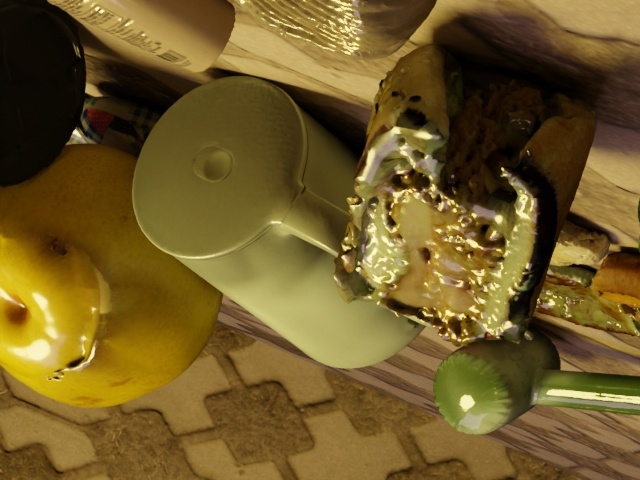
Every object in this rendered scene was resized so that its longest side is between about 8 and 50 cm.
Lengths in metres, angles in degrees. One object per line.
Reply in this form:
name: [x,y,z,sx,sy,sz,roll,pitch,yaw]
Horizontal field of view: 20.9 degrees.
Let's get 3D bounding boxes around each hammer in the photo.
hammer: [0.326,0.185,2.223,0.336,0.118,0.206,2,-167,30]

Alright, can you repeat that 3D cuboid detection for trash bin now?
trash bin: [-0.410,-0.173,1.795,0.302,0.203,0.252,14,147,37]

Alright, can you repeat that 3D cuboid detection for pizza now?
pizza: [0.392,0.085,1.722,0.251,0.074,0.287,23,169,17]

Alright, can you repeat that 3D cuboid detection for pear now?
pear: [-0.228,0.024,1.862,0.285,0.336,0.285,16,132,19]

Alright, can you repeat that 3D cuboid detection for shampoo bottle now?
shampoo bottle: [-0.193,-0.222,1.388,0.257,0.078,0.127,26,175,-28]

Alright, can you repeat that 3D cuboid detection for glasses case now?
glasses case: [-0.131,-0.081,2.010,0.327,0.076,0.125,24,171,-8]

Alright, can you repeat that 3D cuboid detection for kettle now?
kettle: [-0.014,0.006,1.750,0.318,0.205,0.265,41,-159,-52]

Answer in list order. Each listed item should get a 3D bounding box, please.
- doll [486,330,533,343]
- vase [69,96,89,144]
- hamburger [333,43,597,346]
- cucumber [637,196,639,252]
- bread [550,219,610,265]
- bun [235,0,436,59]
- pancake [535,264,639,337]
doll: [0.185,0.083,2.213,0.195,0.062,0.104,27,140,19]
vase: [-0.208,-0.109,2.092,0.211,0.060,0.060,23,170,-5]
hamburger: [0.114,-0.048,1.360,0.168,0.192,0.288,17,144,5]
cucumber: [0.291,-0.018,1.441,0.056,0.056,0.250,21,173,14]
bread: [0.158,-0.031,1.727,0.251,0.039,0.182,26,170,-17]
bun: [0.004,-0.190,1.006,0.173,0.113,0.166,48,161,-6]
pancake: [0.230,0.046,1.930,0.377,0.054,0.197,15,167,33]
